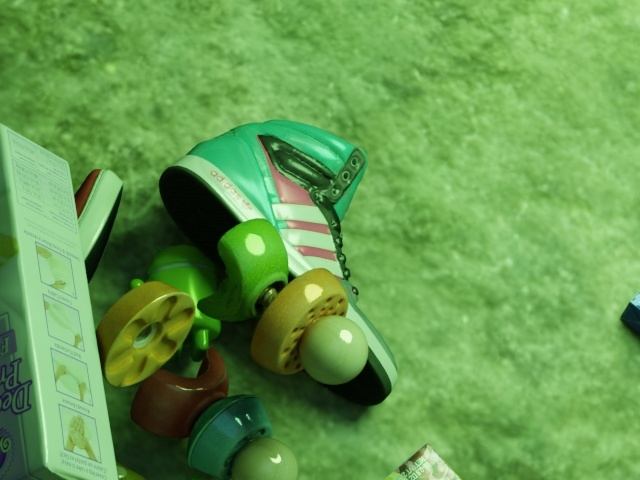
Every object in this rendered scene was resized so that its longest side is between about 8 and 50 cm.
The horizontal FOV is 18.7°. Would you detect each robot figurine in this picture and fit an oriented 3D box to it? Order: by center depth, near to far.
[{"bbox_3d":[-0.129,0.056,1.824,0.101,0.067,0.115,-2,68,-10],"label":"robot figurine"}]

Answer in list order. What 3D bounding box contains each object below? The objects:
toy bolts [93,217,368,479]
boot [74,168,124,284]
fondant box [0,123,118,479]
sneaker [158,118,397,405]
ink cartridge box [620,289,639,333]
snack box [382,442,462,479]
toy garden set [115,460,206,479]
[{"bbox_3d":[-0.079,0.132,1.686,0.158,0.228,0.218,41,43,25],"label":"toy bolts"},{"bbox_3d":[-0.304,0.011,1.816,0.176,0.088,0.244,27,71,7],"label":"boot"},{"bbox_3d":[-0.310,0.099,1.631,0.238,0.096,0.330,-27,57,22],"label":"fondant box"},{"bbox_3d":[0.000,0.000,1.838,0.295,0.124,0.178,50,54,-7],"label":"sneaker"},{"bbox_3d":[0.398,0.030,1.904,0.097,0.046,0.207,41,70,12],"label":"ink cartridge box"},{"bbox_3d":[0.098,0.316,1.739,0.174,0.070,0.207,-39,78,-20],"label":"snack box"},{"bbox_3d":[-0.165,0.320,1.720,0.204,0.049,0.244,27,73,12],"label":"toy garden set"}]
